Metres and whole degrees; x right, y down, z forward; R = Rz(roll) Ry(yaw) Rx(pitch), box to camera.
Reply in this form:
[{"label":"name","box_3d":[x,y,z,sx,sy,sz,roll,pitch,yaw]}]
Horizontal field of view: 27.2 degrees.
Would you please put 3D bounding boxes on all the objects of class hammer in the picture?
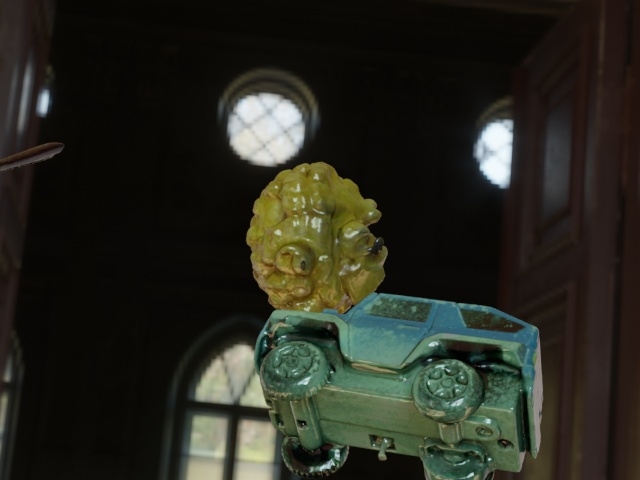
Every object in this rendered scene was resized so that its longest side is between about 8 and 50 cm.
[{"label":"hammer","box_3d":[-0.321,-0.074,1.336,0.065,0.021,0.178,-50,-9,30]}]

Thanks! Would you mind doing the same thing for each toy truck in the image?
[{"label":"toy truck","box_3d":[0.075,0.144,1.286,0.278,0.156,0.155,6,-44,20]}]

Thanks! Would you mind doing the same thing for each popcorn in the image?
[{"label":"popcorn","box_3d":[-0.001,0.003,1.808,0.189,0.218,0.169,14,-8,-31]}]
